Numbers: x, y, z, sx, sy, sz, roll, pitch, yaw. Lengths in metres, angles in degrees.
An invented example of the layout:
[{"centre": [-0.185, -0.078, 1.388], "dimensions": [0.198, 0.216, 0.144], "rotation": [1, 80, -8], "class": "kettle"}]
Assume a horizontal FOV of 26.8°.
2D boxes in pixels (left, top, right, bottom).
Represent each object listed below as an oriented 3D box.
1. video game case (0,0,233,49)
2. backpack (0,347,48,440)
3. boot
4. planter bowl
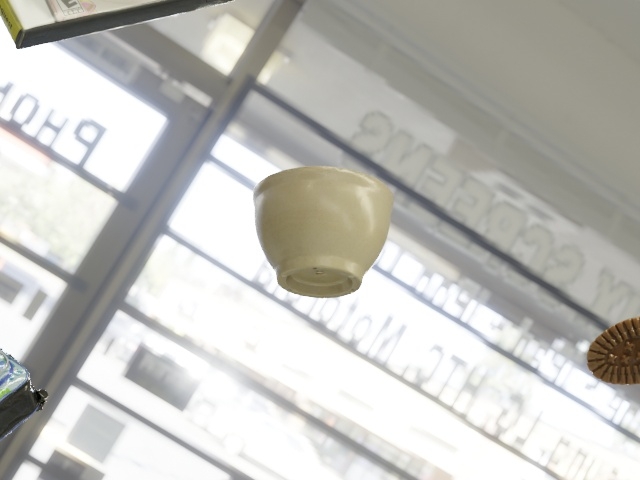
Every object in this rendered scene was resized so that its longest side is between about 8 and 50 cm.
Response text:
[{"centre": [-0.259, -0.343, 1.474], "dimensions": [0.248, 0.274, 0.035], "rotation": [60, -35, 15], "class": "video game case"}, {"centre": [-0.331, 0.132, 1.234], "dimensions": [0.114, 0.105, 0.084], "rotation": [29, -32, 32], "class": "backpack"}, {"centre": [0.321, 0.085, 1.225], "dimensions": [0.059, 0.158, 0.084], "rotation": [66, 19, 6], "class": "boot"}, {"centre": [0.000, 0.000, 1.515], "dimensions": [0.162, 0.109, 0.162], "rotation": [3, -24, 1], "class": "planter bowl"}]
